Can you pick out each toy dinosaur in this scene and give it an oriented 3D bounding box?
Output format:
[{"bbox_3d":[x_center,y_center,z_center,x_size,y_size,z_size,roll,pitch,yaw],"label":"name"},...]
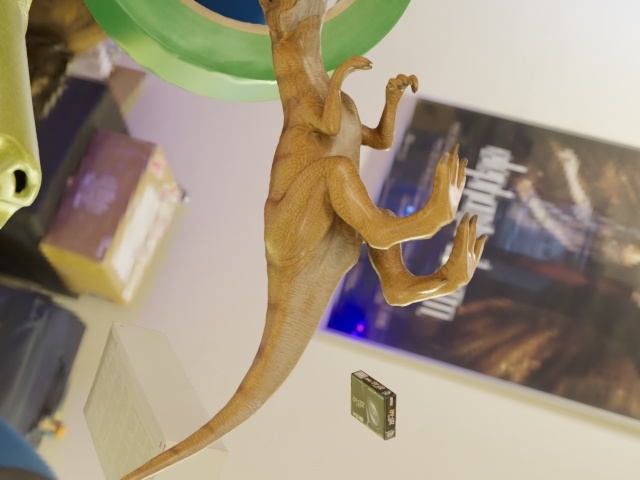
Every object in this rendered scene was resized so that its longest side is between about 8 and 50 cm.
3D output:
[{"bbox_3d":[0.000,0.000,0.494,0.064,0.112,0.211,26,72,-67],"label":"toy dinosaur"}]

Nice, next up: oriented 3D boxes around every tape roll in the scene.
[{"bbox_3d":[-0.066,-0.286,1.148,0.077,0.321,0.321,-25,-136,68],"label":"tape roll"}]

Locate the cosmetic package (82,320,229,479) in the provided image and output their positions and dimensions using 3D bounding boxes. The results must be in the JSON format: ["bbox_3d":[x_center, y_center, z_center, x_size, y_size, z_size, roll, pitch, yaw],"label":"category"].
[{"bbox_3d":[-0.147,0.163,1.113,0.099,0.060,0.239,-71,-156,14],"label":"cosmetic package"}]

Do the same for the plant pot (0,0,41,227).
[{"bbox_3d":[-0.386,-0.142,1.244,0.276,0.276,0.254,75,-7,-62],"label":"plant pot"}]

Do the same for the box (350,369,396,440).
[{"bbox_3d":[0.071,0.221,1.734,0.018,0.083,0.067,-14,117,-30],"label":"box"}]
